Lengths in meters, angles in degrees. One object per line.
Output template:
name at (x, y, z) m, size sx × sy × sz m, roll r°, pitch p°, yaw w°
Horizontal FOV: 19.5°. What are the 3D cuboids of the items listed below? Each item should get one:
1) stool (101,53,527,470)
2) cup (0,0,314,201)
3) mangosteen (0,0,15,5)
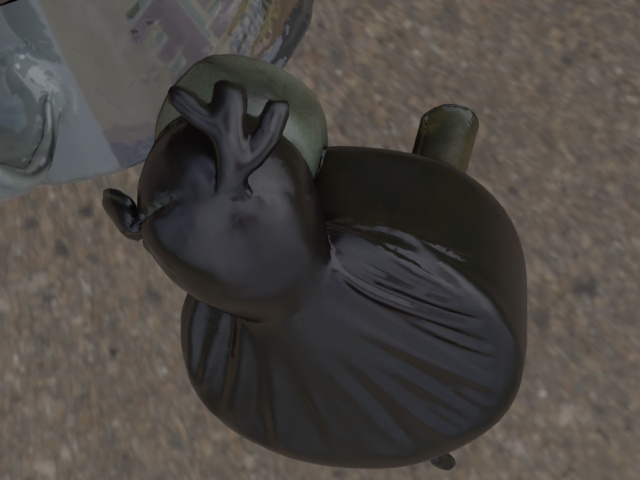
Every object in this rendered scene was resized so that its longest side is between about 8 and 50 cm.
stool at (0.000, 0.000, 0.684) m, size 0.125 × 0.121 × 0.217 m, roll -20°, pitch 134°, yaw 26°
cup at (-0.167, -0.167, 1.001) m, size 0.227 × 0.301 × 0.257 m, roll -8°, pitch 131°, yaw 27°
mangosteen at (-0.128, -0.144, 0.584) m, size 0.200 × 0.200 × 0.199 m, roll -4°, pitch 108°, yaw -12°
